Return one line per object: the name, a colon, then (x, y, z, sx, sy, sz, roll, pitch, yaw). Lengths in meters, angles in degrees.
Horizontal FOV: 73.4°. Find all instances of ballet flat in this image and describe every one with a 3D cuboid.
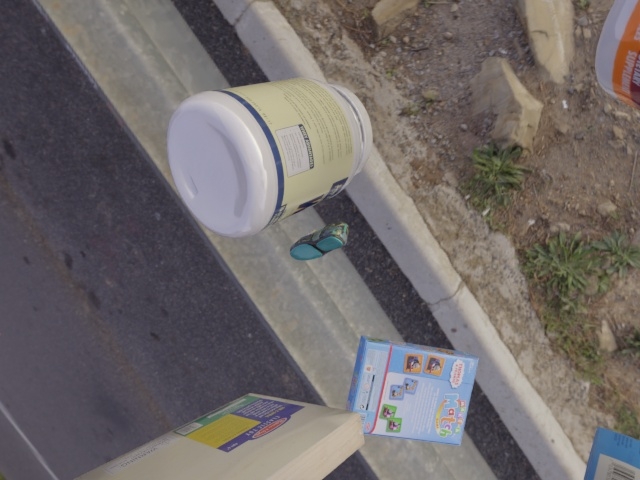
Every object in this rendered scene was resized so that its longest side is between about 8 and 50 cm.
ballet flat: (0.000, 0.000, 0.998, 0.188, 0.070, 0.070, -17, 104, 47)

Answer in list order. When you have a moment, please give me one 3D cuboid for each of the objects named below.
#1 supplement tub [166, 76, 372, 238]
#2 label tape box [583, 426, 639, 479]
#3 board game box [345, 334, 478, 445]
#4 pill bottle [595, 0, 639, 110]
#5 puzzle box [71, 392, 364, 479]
supplement tub: (-0.076, -0.162, 0.773, 0.235, 0.325, 0.235, 20, 123, 34)
label tape box: (0.592, 0.614, 0.895, 0.115, 0.249, 0.348, 10, 102, 36)
board game box: (0.158, 0.262, 0.749, 0.211, 0.039, 0.160, 12, 91, -10)
pill bottle: (0.457, -0.135, 0.325, 0.392, 0.224, 0.224, 54, 137, 39)
puzzle box: (-0.166, 0.318, 0.571, 0.272, 0.409, 0.052, -11, 90, 43)
